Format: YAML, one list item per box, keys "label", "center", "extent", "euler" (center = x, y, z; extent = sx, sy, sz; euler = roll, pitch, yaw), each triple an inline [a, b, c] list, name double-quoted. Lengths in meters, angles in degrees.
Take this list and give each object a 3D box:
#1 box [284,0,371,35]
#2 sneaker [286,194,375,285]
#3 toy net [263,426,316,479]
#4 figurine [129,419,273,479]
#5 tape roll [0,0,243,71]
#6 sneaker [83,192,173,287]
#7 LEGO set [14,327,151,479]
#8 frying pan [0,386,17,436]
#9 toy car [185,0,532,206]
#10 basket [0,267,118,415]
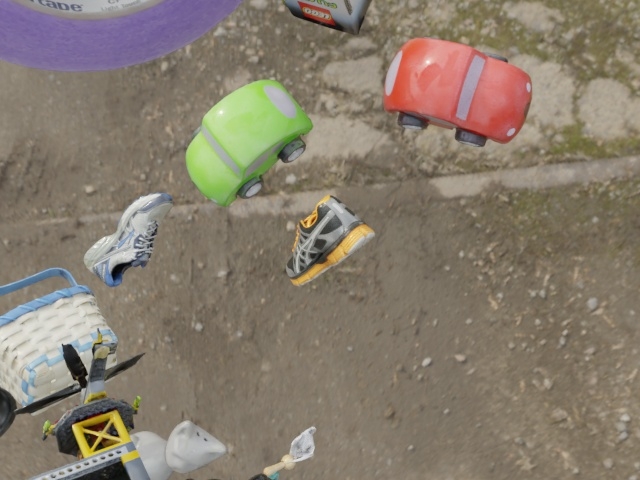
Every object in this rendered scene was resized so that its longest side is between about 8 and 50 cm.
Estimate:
- label: "box"
  center: [0.030, -0.203, 0.311]
  extent: [0.036, 0.114, 0.206]
  euler: [21, 85, 14]
- label: "sneaker"
  center: [0.000, 0.000, 1.088]
  extent: [0.084, 0.215, 0.083]
  euler: [-37, 89, -32]
- label: "toy net"
  center: [-0.077, 0.463, 1.485]
  extent: [0.232, 0.122, 0.045]
  euler: [-45, 63, -9]
- label: "figurine"
  center: [-0.166, 0.325, 1.046]
  extent: [0.215, 0.209, 0.092]
  euler: [43, 44, -21]
- label: "tape roll"
  center: [-0.107, -0.174, 0.333]
  extent: [0.189, 0.189, 0.080]
  euler: [-18, 53, -15]
- label: "sneaker"
  center: [-0.215, 0.002, 0.903]
  extent: [0.135, 0.052, 0.058]
  euler: [-46, 68, 12]
- label: "LEGO set"
  center: [-0.266, 0.226, 0.591]
  extent: [0.331, 0.254, 0.192]
  euler: [-21, 41, -21]
- label: "frying pan"
  center: [-0.585, 0.302, 1.107]
  extent: [0.326, 0.197, 0.053]
  euler: [-43, 55, 12]
- label: "toy car"
  center: [-0.009, -0.108, 0.525]
  extent: [0.225, 0.053, 0.239]
  euler: [-41, 79, 10]
- label: "basket"
  center: [-0.551, 0.181, 1.490]
  extent: [0.255, 0.201, 0.289]
  euler: [-22, 57, -38]
